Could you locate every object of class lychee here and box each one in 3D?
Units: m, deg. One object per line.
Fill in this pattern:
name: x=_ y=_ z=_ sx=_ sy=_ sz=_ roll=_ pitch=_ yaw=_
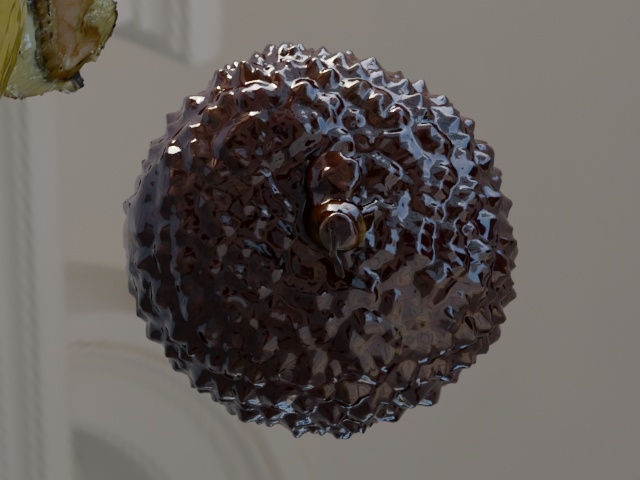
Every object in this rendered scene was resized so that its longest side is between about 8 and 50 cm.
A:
lychee: x=0.000 y=0.000 z=1.228 sx=0.300 sy=0.264 sz=0.264 roll=161 pitch=-93 yaw=-81

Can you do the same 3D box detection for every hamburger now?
hamburger: x=-0.176 y=-0.137 z=0.973 sx=0.102 sy=0.087 sz=0.176 roll=33 pitch=-10 yaw=12

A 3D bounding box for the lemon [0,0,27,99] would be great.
lemon: x=-0.205 y=-0.085 z=0.553 sx=0.228 sy=0.228 sz=0.253 roll=58 pitch=-4 yaw=11
